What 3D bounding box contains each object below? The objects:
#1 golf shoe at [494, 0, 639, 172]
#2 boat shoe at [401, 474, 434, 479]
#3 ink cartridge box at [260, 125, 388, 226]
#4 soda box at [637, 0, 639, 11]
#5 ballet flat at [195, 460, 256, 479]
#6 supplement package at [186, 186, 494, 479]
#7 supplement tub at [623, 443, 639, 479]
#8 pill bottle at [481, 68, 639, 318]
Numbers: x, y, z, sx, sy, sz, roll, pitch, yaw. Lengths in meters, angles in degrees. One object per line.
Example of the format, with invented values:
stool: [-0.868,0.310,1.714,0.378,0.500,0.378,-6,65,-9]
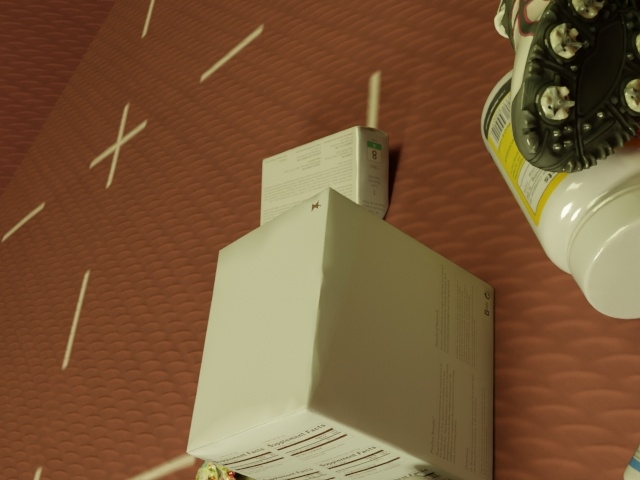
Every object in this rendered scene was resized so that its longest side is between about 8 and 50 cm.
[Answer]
golf shoe: [0.186,-0.154,0.719,0.120,0.105,0.272,-26,37,56]
boat shoe: [0.090,0.302,0.663,0.096,0.098,0.277,-17,62,45]
ink cartridge box: [0.000,0.000,1.085,0.181,0.056,0.224,-12,74,50]
soda box: [0.287,-0.141,0.730,0.083,0.092,0.263,-43,35,26]
ballet flat: [-0.065,0.217,0.961,0.077,0.091,0.241,24,89,36]
supplement package: [0.024,0.103,0.804,0.149,0.203,0.194,-28,44,41]
supplement tub: [0.244,0.122,0.604,0.107,0.071,0.071,-61,32,1]
pill bottle: [0.209,-0.046,0.741,0.119,0.119,0.208,-45,35,23]
